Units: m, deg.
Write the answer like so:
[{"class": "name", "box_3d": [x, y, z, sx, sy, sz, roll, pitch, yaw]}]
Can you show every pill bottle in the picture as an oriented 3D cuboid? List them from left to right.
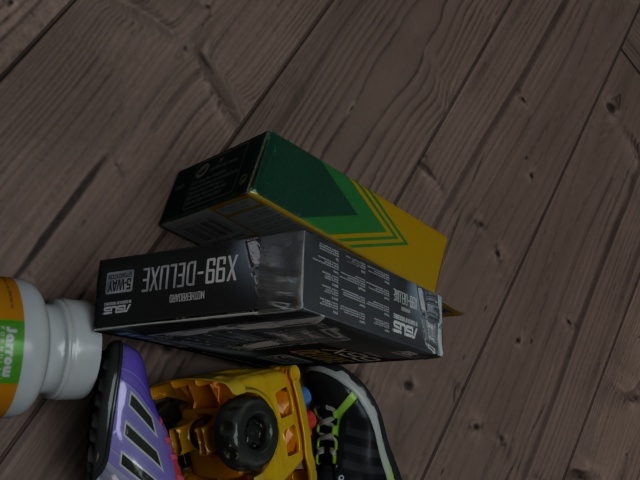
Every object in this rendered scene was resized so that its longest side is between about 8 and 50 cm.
[{"class": "pill bottle", "box_3d": [-0.340, 0.099, 0.862, 0.245, 0.136, 0.137, 7, 77, -35]}]

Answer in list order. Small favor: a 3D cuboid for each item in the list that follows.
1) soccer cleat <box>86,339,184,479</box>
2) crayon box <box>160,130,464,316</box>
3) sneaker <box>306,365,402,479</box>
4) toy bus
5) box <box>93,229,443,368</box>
[{"class": "soccer cleat", "box_3d": [-0.181, 0.260, 0.940, 0.116, 0.108, 0.318, 0, 91, -13]}, {"class": "crayon box", "box_3d": [0.000, 0.000, 1.091, 0.323, 0.203, 0.083, 30, 65, -29]}, {"class": "sneaker", "box_3d": [0.031, 0.264, 1.138, 0.097, 0.084, 0.235, -30, 99, -35]}, {"class": "toy bus", "box_3d": [-0.074, 0.246, 1.043, 0.211, 0.149, 0.220, -10, 89, -53]}, {"class": "box", "box_3d": [-0.041, 0.075, 0.960, 0.307, 0.242, 0.077, 26, 61, -57]}]
